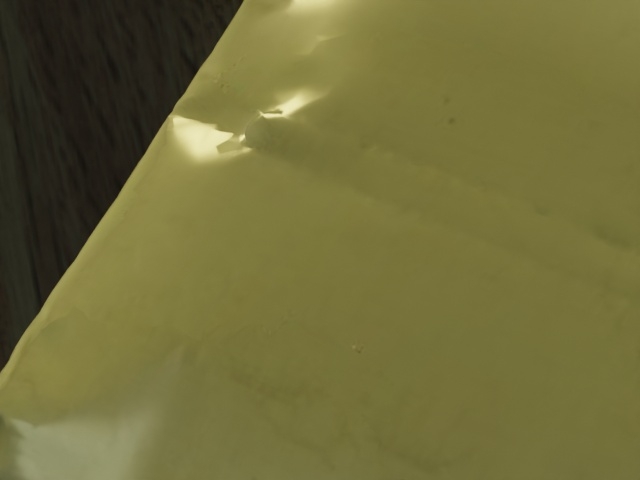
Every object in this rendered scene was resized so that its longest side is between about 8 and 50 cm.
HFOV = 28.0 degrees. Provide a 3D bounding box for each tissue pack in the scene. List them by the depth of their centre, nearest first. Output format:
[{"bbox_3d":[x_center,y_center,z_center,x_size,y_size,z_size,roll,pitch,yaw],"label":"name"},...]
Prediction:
[{"bbox_3d":[0.115,0.062,0.474,0.380,0.207,0.297,22,71,14],"label":"tissue pack"}]
